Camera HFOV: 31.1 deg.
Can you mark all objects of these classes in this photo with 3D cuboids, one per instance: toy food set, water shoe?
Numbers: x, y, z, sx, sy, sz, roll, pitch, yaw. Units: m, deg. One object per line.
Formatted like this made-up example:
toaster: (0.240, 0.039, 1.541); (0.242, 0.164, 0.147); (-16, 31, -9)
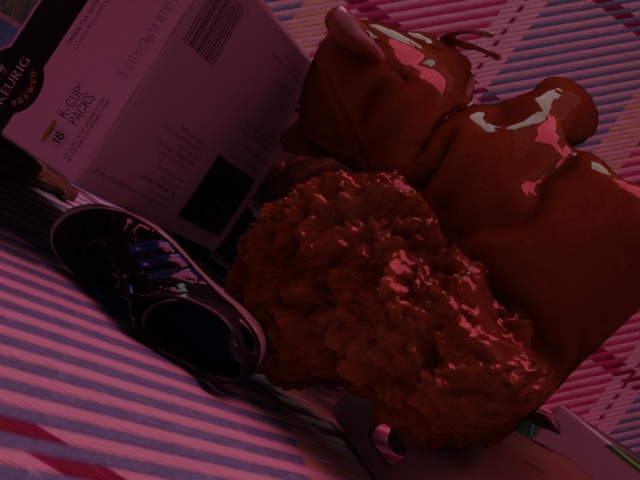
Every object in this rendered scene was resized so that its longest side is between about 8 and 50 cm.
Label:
toy food set: (0.170, 0.243, 1.034); (0.306, 0.092, 0.220); (26, 7, -21)
water shoe: (-0.130, 0.037, 0.898); (0.203, 0.073, 0.080); (33, 7, 6)

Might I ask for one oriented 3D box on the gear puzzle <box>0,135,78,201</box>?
gear puzzle: (-0.340, -0.113, 1.256); (0.175, 0.044, 0.339); (36, 2, 19)

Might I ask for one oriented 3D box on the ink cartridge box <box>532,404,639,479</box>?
ink cartridge box: (0.422, 0.361, 1.520); (0.289, 0.121, 0.211); (33, 3, -38)

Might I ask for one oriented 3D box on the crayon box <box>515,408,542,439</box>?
crayon box: (0.237, 0.238, 1.857); (0.278, 0.081, 0.165); (36, 3, 34)

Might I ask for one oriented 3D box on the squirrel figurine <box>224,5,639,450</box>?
squirrel figurine: (0.094, -0.028, 0.999); (0.370, 0.397, 0.281); (46, -32, 12)

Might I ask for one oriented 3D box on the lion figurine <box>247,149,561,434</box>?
lion figurine: (0.078, 0.044, 1.178); (0.142, 0.240, 0.392); (116, -44, -58)

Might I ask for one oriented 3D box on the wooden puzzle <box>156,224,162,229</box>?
wooden puzzle: (-0.222, -0.027, 1.577); (0.078, 0.014, 0.116); (36, 2, 28)

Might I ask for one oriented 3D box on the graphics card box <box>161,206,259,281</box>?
graphics card box: (0.000, 0.000, 1.498); (0.371, 0.233, 0.094); (36, -31, 18)

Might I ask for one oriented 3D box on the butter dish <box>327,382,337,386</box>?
butter dish: (0.026, 0.106, 1.292); (0.160, 0.118, 0.160); (-17, 44, -33)

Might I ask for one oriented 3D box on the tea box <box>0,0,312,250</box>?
tea box: (-0.214, -0.183, 1.054); (0.324, 0.220, 0.329); (32, -1, 17)
